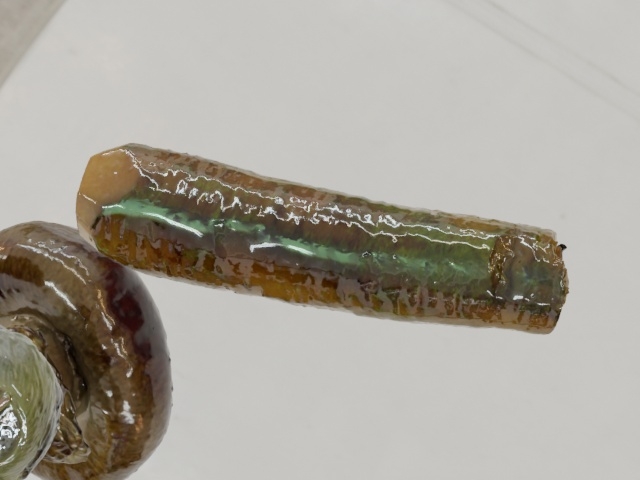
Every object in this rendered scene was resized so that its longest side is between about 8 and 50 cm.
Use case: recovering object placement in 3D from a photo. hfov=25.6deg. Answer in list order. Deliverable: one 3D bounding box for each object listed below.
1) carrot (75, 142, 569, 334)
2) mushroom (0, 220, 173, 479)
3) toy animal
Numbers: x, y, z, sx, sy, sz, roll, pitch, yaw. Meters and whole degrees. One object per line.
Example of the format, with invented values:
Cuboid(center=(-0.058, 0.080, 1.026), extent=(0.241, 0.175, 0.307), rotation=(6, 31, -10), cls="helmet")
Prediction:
Cuboid(center=(0.000, 0.000, 0.729), extent=(0.260, 0.070, 0.070), rotation=(10, 77, 12), cls="carrot")
Cuboid(center=(-0.334, 0.171, 1.707), extent=(0.334, 0.331, 0.356), rotation=(-11, 32, 35), cls="mushroom")
Cuboid(center=(-0.205, 0.115, 0.884), extent=(0.098, 0.098, 0.137), rotation=(-5, 105, 21), cls="toy animal")
